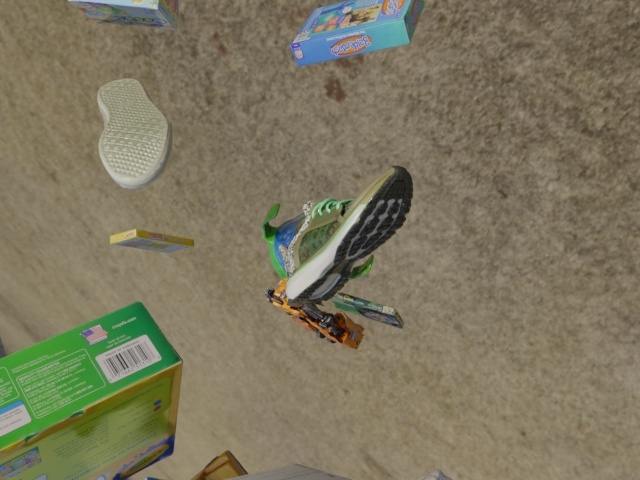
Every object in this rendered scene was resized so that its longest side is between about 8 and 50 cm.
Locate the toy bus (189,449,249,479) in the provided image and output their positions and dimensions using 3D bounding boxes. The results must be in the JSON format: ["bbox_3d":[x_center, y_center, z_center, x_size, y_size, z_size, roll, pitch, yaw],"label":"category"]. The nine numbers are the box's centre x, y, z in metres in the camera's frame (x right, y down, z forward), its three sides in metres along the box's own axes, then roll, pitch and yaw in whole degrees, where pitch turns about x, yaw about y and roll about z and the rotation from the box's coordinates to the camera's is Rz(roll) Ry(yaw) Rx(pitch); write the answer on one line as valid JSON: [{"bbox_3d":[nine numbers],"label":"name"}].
[{"bbox_3d":[-0.326,0.655,1.578,0.108,0.333,0.130,50,-178,5],"label":"toy bus"}]

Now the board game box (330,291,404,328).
[{"bbox_3d":[0.148,0.230,2.225,0.260,0.030,0.136,15,162,26],"label":"board game box"}]

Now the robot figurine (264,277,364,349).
[{"bbox_3d":[-0.014,0.186,1.690,0.211,0.085,0.291,16,161,39],"label":"robot figurine"}]

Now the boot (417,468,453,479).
[{"bbox_3d":[0.242,0.589,1.512,0.095,0.123,0.258,53,163,4],"label":"boot"}]

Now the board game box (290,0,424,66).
[{"bbox_3d":[0.069,-0.385,1.175,0.210,0.160,0.047,-5,129,26],"label":"board game box"}]

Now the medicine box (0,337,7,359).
[{"bbox_3d":[-0.717,0.214,1.155,0.149,0.263,0.289,19,127,31],"label":"medicine box"}]

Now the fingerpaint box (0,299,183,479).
[{"bbox_3d":[-0.485,0.346,1.157,0.163,0.445,0.371,48,144,27],"label":"fingerpaint box"}]

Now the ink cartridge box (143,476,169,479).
[{"bbox_3d":[-0.444,0.750,1.903,0.180,0.104,0.060,24,-152,-31],"label":"ink cartridge box"}]

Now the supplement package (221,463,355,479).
[{"bbox_3d":[-0.002,0.426,0.847,0.263,0.198,0.199,1,174,39],"label":"supplement package"}]

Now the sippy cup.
[{"bbox_3d":[0.000,0.000,1.901,0.224,0.306,0.240,-43,59,50],"label":"sippy cup"}]

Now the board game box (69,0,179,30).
[{"bbox_3d":[-0.302,-0.497,1.053,0.144,0.275,0.142,5,-175,-2],"label":"board game box"}]

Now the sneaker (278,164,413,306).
[{"bbox_3d":[0.023,-0.034,1.380,0.410,0.158,0.182,-48,61,33],"label":"sneaker"}]

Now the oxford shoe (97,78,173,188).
[{"bbox_3d":[-0.432,-0.238,1.543,0.449,0.169,0.130,-121,20,-48],"label":"oxford shoe"}]

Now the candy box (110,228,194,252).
[{"bbox_3d":[-0.453,0.003,1.785,0.105,0.027,0.206,-10,167,34],"label":"candy box"}]
